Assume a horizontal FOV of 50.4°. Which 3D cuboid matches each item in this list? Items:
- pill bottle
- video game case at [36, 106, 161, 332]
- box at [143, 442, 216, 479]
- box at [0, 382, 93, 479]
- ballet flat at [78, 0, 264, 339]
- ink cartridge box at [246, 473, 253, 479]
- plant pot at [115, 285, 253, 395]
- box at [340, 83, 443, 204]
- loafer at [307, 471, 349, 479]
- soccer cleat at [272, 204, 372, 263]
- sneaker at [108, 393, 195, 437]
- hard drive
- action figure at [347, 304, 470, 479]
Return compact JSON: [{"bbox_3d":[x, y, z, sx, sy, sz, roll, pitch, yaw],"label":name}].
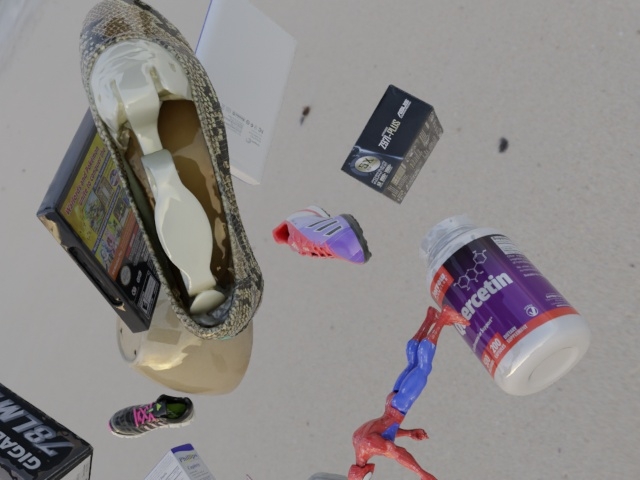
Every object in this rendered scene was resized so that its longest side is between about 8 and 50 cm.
[{"bbox_3d":[0.311,0.103,1.215,0.181,0.181,0.323,-57,46,25],"label":"pill bottle"},{"bbox_3d":[-0.304,-0.042,1.030,0.035,0.248,0.275,-13,41,14],"label":"video game case"},{"bbox_3d":[-0.300,0.535,1.471,0.137,0.072,0.126,48,110,21],"label":"box"},{"bbox_3d":[-0.368,0.256,0.682,0.295,0.073,0.293,26,117,19],"label":"box"},{"bbox_3d":[-0.190,-0.100,0.859,0.182,0.164,0.483,-133,23,-87],"label":"ballet flat"},{"bbox_3d":[-0.012,0.529,1.077,0.296,0.066,0.261,11,115,63],"label":"ink cartridge box"},{"bbox_3d":[-0.287,0.171,1.336,0.284,0.191,0.284,-3,86,53],"label":"plant pot"},{"bbox_3d":[0.117,-0.144,1.069,0.077,0.180,0.147,32,97,14],"label":"box"},{"bbox_3d":[0.118,0.521,1.289,0.111,0.319,0.112,-68,-23,-61],"label":"loafer"},{"bbox_3d":[0.000,0.000,1.396,0.318,0.116,0.109,27,138,65],"label":"soccer cleat"},{"bbox_3d":[-0.322,0.333,1.314,0.075,0.170,0.063,115,145,-48],"label":"sneaker"},{"bbox_3d":[-0.158,-0.295,1.307,0.040,0.210,0.319,-2,69,43],"label":"hard drive"},{"bbox_3d":[0.147,0.246,0.982,0.280,0.139,0.091,-54,5,-15],"label":"action figure"}]
